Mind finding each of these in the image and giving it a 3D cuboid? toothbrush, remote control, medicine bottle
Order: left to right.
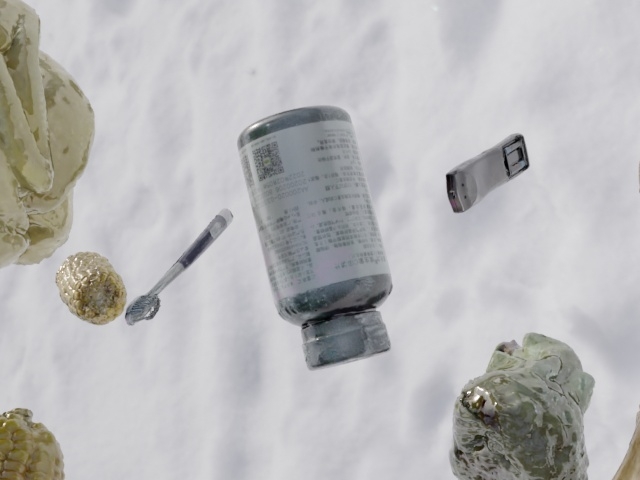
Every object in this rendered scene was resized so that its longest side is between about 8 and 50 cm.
[{"bbox_3d":[-0.149,0.022,1.233,0.026,0.288,0.024,-16,107,22],"label":"toothbrush"},{"bbox_3d":[0.000,0.000,1.284,0.141,0.141,0.293,-19,80,34],"label":"medicine bottle"},{"bbox_3d":[0.217,-0.089,1.415,0.028,0.212,0.059,-1,109,34],"label":"remote control"}]

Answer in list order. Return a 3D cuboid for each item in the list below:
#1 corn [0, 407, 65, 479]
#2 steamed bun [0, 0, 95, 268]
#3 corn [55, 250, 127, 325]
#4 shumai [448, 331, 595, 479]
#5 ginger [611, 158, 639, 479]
[{"bbox_3d":[-0.324,0.339,1.086,0.120,0.120,0.363,-21,55,33],"label":"corn"},{"bbox_3d":[-0.366,-0.087,1.140,0.231,0.324,0.372,-8,32,20],"label":"steamed bun"},{"bbox_3d":[-0.355,0.074,1.695,0.106,0.106,0.293,-69,16,-1],"label":"corn"},{"bbox_3d":[0.276,0.233,1.411,0.189,0.255,0.218,27,57,19],"label":"shumai"},{"bbox_3d":[0.150,0.047,0.361,0.115,0.081,0.205,7,92,33],"label":"ginger"}]
